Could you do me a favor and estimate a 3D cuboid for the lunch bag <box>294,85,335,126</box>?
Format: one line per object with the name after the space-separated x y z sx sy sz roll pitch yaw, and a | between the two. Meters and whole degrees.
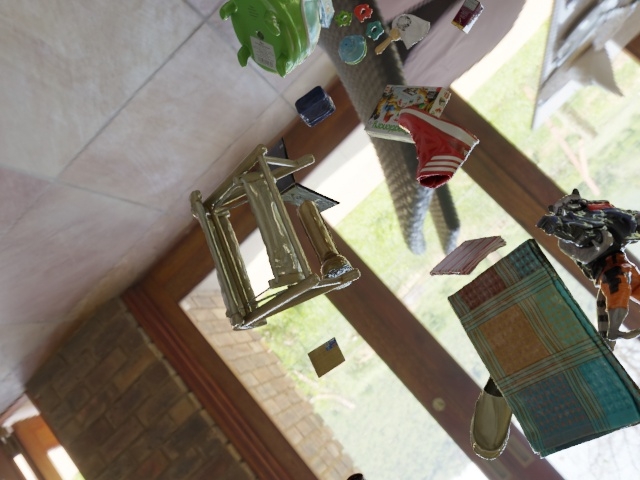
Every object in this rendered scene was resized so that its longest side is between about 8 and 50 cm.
-0.015 -0.341 1.546 0.098 0.067 0.065 -32 136 16 | lunch bag

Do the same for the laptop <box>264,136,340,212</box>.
-0.069 -0.214 2.075 0.234 0.265 0.136 -18 -129 69 | laptop

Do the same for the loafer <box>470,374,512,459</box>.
0.454 0.433 1.567 0.268 0.102 0.092 -69 153 -25 | loafer

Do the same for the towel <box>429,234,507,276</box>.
0.367 0.045 1.509 0.144 0.029 0.197 -37 -174 -14 | towel

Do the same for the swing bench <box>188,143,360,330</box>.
-0.107 0.005 1.069 0.255 0.253 0.165 -29 166 29 | swing bench

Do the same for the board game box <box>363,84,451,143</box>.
0.293 -0.441 2.074 0.053 0.305 0.192 29 88 -34 | board game box

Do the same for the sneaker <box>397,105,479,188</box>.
0.199 -0.182 1.180 0.087 0.221 0.128 27 97 -31 | sneaker

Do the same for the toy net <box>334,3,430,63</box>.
0.143 -0.481 1.371 0.232 0.122 0.045 0 178 28 | toy net

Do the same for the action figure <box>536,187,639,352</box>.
0.514 0.046 1.134 0.342 0.330 0.178 5 145 -27 | action figure

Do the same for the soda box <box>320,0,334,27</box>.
-0.011 -0.816 2.018 0.210 0.067 0.071 58 48 -68 | soda box

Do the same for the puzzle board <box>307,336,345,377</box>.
0.021 0.408 2.093 0.128 0.096 0.011 -27 -177 -34 | puzzle board

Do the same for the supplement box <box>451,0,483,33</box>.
0.408 -0.625 1.661 0.083 0.043 0.055 -57 161 19 | supplement box

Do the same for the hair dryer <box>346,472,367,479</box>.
0.049 0.563 1.084 0.080 0.224 0.293 -135 -121 -78 | hair dryer

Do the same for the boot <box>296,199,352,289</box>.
0.000 0.000 1.767 0.089 0.269 0.236 -23 162 -6 | boot

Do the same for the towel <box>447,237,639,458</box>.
0.414 0.214 1.147 0.040 0.370 0.271 -15 157 -38 | towel

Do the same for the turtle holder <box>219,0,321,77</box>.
-0.127 -0.625 1.620 0.243 0.320 0.227 9 -132 50 | turtle holder
